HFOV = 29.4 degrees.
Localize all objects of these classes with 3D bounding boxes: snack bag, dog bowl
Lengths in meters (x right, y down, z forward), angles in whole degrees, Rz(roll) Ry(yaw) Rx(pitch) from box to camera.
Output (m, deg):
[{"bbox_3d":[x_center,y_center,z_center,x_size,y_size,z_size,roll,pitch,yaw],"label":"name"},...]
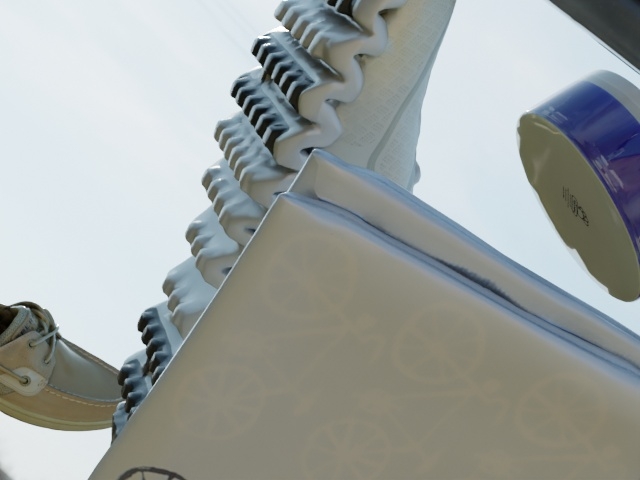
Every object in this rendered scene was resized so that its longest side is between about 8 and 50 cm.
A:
[{"bbox_3d":[0.052,0.172,0.487,0.343,0.323,0.037,29,22,-16],"label":"snack bag"},{"bbox_3d":[0.345,-0.063,1.448,0.265,0.104,0.265,59,-6,10],"label":"dog bowl"}]

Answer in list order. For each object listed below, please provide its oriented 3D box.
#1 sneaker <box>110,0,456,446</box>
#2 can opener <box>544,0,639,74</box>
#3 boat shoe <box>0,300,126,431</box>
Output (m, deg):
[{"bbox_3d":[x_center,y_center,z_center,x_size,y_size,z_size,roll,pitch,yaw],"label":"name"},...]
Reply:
[{"bbox_3d":[0.000,0.000,0.562,0.118,0.292,0.110,17,23,-19],"label":"sneaker"},{"bbox_3d":[0.120,-0.171,0.640,0.283,0.076,0.095,44,10,20],"label":"can opener"},{"bbox_3d":[-0.338,0.121,1.355,0.302,0.098,0.109,24,29,-18],"label":"boat shoe"}]
